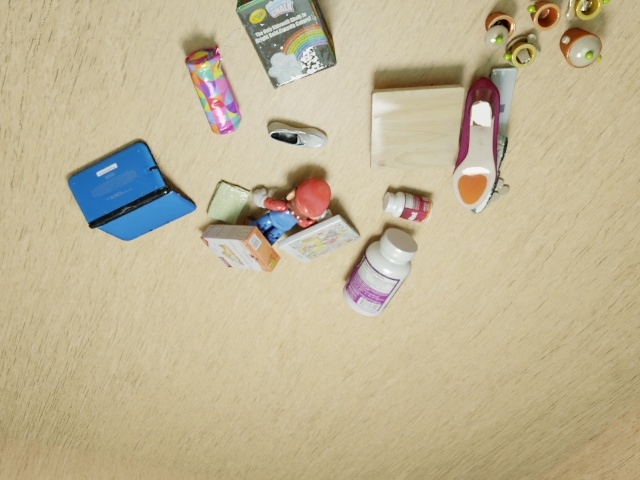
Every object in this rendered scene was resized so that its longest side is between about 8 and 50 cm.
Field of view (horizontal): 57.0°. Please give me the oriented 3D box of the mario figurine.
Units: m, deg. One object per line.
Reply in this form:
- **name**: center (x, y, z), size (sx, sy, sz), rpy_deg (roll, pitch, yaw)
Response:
- **mario figurine**: center (-0.094, -0.107, 1.899), size (0.321, 0.170, 0.198), rpy_deg (-31, 162, 31)

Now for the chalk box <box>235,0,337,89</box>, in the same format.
- **chalk box**: center (-0.095, -0.565, 1.468), size (0.181, 0.179, 0.288), rpy_deg (-18, 127, 11)

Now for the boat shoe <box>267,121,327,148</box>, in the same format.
- **boat shoe**: center (-0.066, -0.305, 1.749), size (0.184, 0.063, 0.066), rpy_deg (16, 126, -17)

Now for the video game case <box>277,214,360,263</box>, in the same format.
- **video game case**: center (0.000, 0.000, 1.966), size (0.227, 0.026, 0.206), rpy_deg (-25, 155, 14)

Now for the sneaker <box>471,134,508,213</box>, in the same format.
- **sneaker**: center (0.500, -0.216, 1.855), size (0.122, 0.110, 0.282), rpy_deg (20, 131, 19)

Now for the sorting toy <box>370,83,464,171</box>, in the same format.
- **sorting toy**: center (0.273, -0.341, 1.733), size (0.258, 0.089, 0.255), rpy_deg (-4, 129, -1)

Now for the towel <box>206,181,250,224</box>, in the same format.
- **towel**: center (-0.300, -0.118, 1.904), size (0.110, 0.027, 0.148), rpy_deg (20, 125, -18)

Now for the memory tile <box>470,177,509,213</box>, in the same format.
- **memory tile**: center (0.541, -0.158, 1.953), size (0.148, 0.012, 0.113), rpy_deg (-37, 123, 23)

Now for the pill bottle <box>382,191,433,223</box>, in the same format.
- **pill bottle**: center (0.283, -0.110, 1.922), size (0.152, 0.086, 0.086), rpy_deg (11, 127, -13)

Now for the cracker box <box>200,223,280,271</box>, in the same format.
- **cracker box**: center (-0.263, 0.024, 1.920), size (0.232, 0.067, 0.155), rpy_deg (4, 141, 42)

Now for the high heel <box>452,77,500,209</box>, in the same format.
- **high heel**: center (0.468, -0.280, 1.735), size (0.127, 0.181, 0.377), rpy_deg (11, 130, 12)

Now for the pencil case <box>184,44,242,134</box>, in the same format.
- **pencil case**: center (-0.291, -0.411, 1.626), size (0.105, 0.104, 0.236), rpy_deg (-12, 130, 4)

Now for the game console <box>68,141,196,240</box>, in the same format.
- **game console**: center (-0.589, -0.145, 1.859), size (0.293, 0.173, 0.250), rpy_deg (-23, 96, 13)

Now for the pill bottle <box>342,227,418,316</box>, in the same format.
- **pill bottle**: center (0.210, 0.108, 2.039), size (0.170, 0.169, 0.301), rpy_deg (17, 125, -18)

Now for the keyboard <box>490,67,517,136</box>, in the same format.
- **keyboard**: center (0.529, -0.393, 1.754), size (0.072, 0.014, 0.255), rpy_deg (-6, 133, -3)

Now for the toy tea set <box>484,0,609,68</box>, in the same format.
- **toy tea set**: center (0.607, -0.543, 1.576), size (0.337, 0.124, 0.199), rpy_deg (-11, 129, 4)
